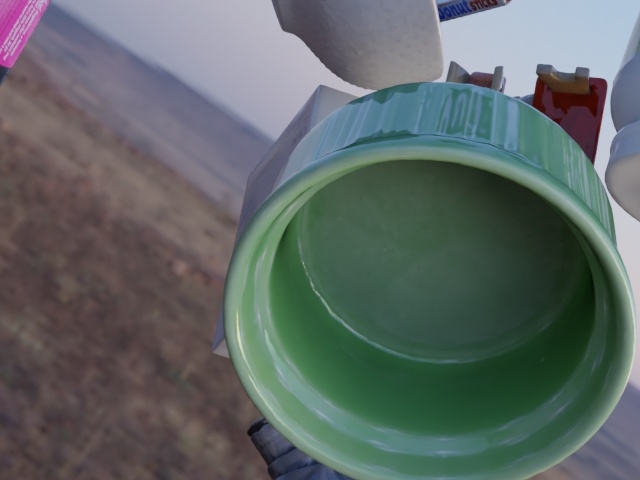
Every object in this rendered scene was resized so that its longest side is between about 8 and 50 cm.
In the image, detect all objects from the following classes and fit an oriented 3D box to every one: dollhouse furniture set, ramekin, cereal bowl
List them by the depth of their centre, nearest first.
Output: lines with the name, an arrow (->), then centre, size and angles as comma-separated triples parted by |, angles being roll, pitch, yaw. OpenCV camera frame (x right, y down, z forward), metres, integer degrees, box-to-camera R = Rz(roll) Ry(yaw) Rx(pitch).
ramekin -> 0.086, 0.029, 1.449 | 0.303, 0.303, 0.148 | 36, 30, -12
cereal bowl -> 0.007, -0.302, 1.880 | 0.339, 0.141, 0.339 | 164, -90, -89
dollhouse furniture set -> 0.263, -0.064, 2.154 | 0.262, 0.259, 0.135 | 9, -11, 18

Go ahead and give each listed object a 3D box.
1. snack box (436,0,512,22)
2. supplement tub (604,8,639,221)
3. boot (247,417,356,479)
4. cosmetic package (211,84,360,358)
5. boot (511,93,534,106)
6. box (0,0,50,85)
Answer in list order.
snack box -> 0.153, -0.238, 1.833 | 0.022, 0.064, 0.178 | 57, -20, -13
supplement tub -> 0.390, -0.167, 1.666 | 0.235, 0.325, 0.235 | 20, -19, 7
boot -> -0.033, 0.300, 2.171 | 0.338, 0.118, 0.223 | 1, 58, -58
cosmetic package -> 0.000, 0.000, 1.978 | 0.138, 0.225, 0.224 | 18, -30, -15
boot -> 0.250, -0.072, 2.274 | 0.115, 0.305, 0.112 | -13, -50, 31
box -> -0.259, -0.218, 1.245 | 0.142, 0.247, 0.163 | 10, -34, 19
